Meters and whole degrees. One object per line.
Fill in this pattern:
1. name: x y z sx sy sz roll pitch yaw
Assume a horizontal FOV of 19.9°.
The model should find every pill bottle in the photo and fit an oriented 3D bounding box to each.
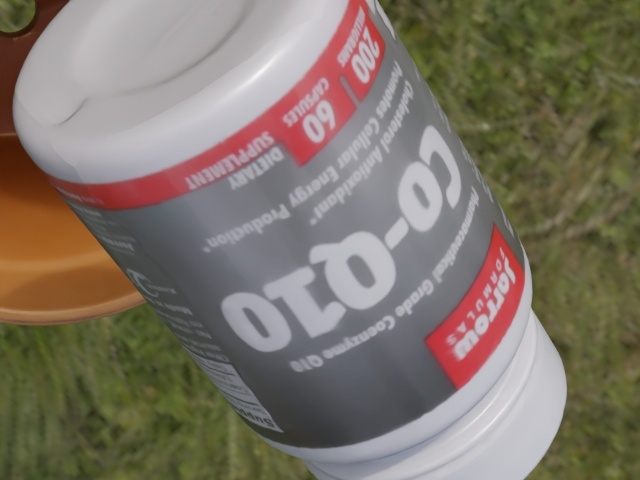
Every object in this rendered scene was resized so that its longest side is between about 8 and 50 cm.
1. pill bottle: 0.000 0.000 0.842 0.161 0.161 0.283 -42 127 -8

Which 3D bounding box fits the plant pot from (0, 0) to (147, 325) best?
1. plant pot: -0.183 -0.118 1.177 0.291 0.203 0.291 -8 118 -16
